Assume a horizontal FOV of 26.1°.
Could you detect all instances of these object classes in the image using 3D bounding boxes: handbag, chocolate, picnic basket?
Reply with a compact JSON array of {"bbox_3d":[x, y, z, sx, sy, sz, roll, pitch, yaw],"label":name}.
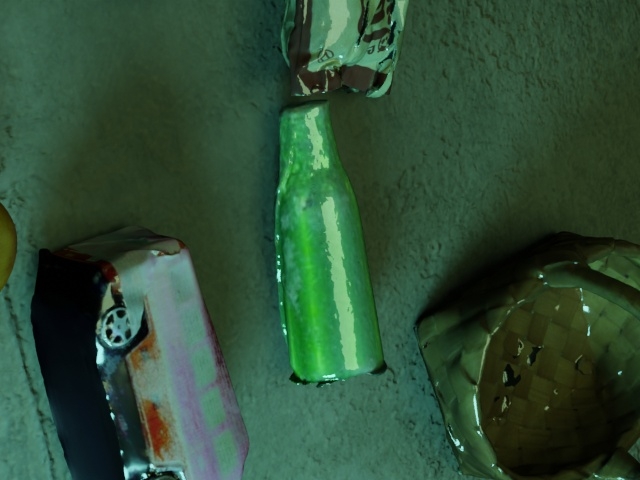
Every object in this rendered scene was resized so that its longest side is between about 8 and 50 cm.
[{"bbox_3d":[0.025,-0.264,1.405,0.213,0.127,0.235,-13,112,-60],"label":"handbag"},{"bbox_3d":[0.000,0.000,1.443,0.110,0.110,0.291,-14,102,-35],"label":"chocolate"},{"bbox_3d":[0.316,0.150,1.563,0.337,0.337,0.293,-31,114,-30],"label":"picnic basket"}]

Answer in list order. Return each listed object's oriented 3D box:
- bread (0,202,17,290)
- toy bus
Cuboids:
[{"bbox_3d":[-0.332,0.004,1.198,0.125,0.086,0.156,10,92,-39],"label":"bread"},{"bbox_3d":[-0.171,0.140,1.313,0.147,0.127,0.302,-26,111,-35],"label":"toy bus"}]
